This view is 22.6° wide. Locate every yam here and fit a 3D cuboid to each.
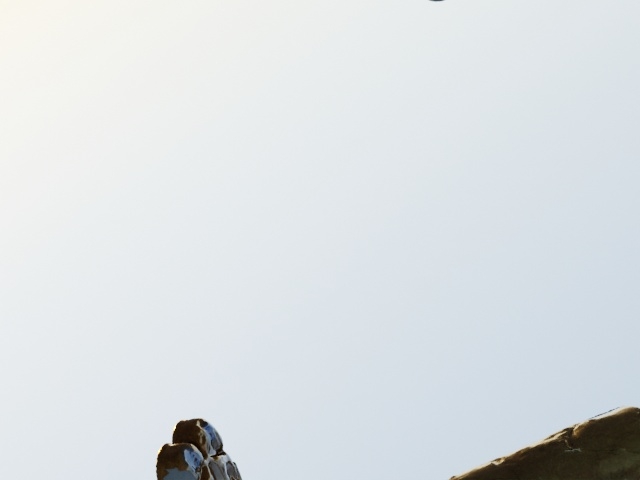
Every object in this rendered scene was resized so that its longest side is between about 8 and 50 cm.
[{"bbox_3d":[0.163,0.242,1.243,0.268,0.161,0.161,-23,-162,-2],"label":"yam"}]

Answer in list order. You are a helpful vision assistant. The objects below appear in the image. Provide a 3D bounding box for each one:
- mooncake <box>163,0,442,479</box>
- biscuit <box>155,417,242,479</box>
[{"bbox_3d":[0.000,-0.007,0.584,0.150,0.057,0.347,31,-118,18],"label":"mooncake"},{"bbox_3d":[-0.051,0.186,0.888,0.026,0.175,0.124,-11,-164,14],"label":"biscuit"}]
